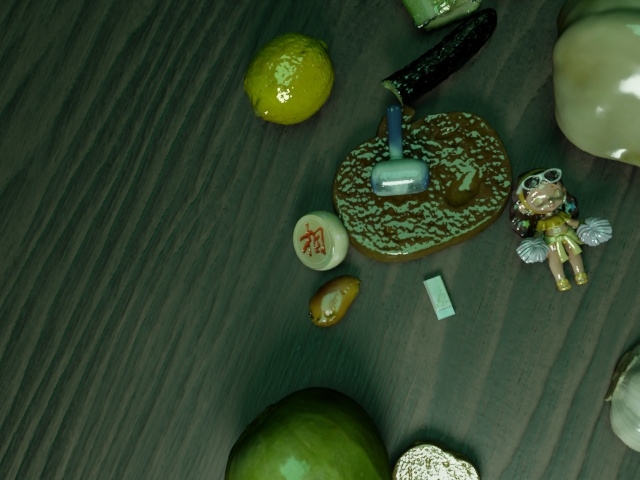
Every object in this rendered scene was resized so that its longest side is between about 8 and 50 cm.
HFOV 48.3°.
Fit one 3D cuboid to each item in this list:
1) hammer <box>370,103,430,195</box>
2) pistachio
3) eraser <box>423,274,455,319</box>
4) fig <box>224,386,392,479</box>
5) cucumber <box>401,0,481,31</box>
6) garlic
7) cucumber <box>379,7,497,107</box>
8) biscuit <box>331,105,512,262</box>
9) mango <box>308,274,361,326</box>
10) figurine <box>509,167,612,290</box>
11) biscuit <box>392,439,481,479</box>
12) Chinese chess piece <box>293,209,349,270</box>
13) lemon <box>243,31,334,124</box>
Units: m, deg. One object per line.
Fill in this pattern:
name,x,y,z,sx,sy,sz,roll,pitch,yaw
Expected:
hammer,0.153,-0.183,1.413,0.116,0.069,0.194,-5,71,9
pistachio,0.612,-0.306,1.311,0.365,0.281,0.445,-47,66,26
eraser,0.237,0.114,1.422,0.038,0.019,0.083,-21,77,3
fig,-0.003,0.425,1.272,0.316,0.316,0.316,-2,79,9
cucumber,0.213,-0.601,1.525,0.145,0.105,0.325,-33,74,29
garlic,0.622,0.271,1.271,0.178,0.143,0.229,24,75,14
cucumber,0.261,-0.381,1.471,0.303,0.072,0.081,-37,76,-12
biscuit,0.197,-0.127,1.455,0.367,0.063,0.314,-21,73,4
mango,0.028,0.119,1.434,0.077,0.063,0.127,41,83,19
figurine,0.446,-0.025,1.367,0.175,0.116,0.240,-21,83,4
biscuit,0.214,0.465,1.346,0.170,0.050,0.170,-1,86,12
Chinese chess piece,0.000,0.000,1.438,0.122,0.051,0.122,11,107,39
lemon,-0.065,-0.337,1.479,0.181,0.180,0.193,27,106,13
